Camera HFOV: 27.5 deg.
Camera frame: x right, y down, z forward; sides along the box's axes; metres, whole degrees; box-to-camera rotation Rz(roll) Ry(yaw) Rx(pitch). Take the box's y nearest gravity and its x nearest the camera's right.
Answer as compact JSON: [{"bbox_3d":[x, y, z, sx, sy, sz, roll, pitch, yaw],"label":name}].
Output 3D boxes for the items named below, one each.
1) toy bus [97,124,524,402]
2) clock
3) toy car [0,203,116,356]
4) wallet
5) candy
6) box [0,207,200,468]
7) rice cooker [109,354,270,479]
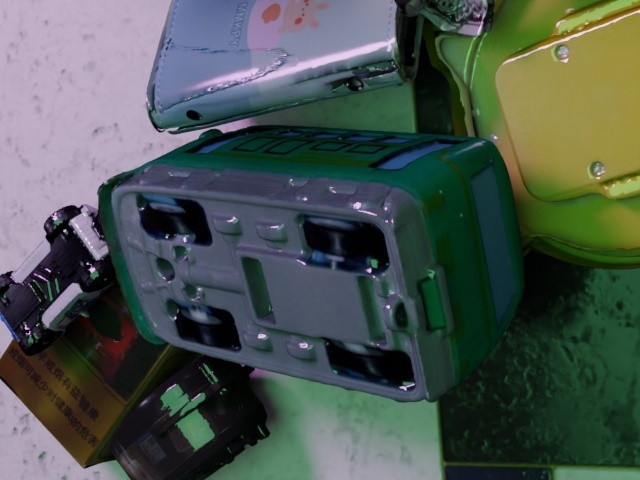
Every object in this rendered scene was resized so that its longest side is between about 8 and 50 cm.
[{"bbox_3d":[0.000,0.000,1.103,0.343,0.199,0.183,9,122,40],"label":"toy bus"},{"bbox_3d":[0.241,-0.116,1.077,0.293,0.071,0.277,-10,92,34],"label":"clock"},{"bbox_3d":[-0.242,0.031,1.248,0.170,0.070,0.080,-44,75,24],"label":"toy car"},{"bbox_3d":[-0.027,-0.189,1.158,0.250,0.075,0.176,-9,54,28],"label":"wallet"},{"bbox_3d":[0.164,-0.226,1.020,0.226,0.094,0.051,-24,44,24],"label":"candy"},{"bbox_3d":[-0.208,0.092,1.315,0.159,0.071,0.240,45,112,18],"label":"box"},{"bbox_3d":[-0.126,0.181,1.259,0.165,0.112,0.106,-33,86,27],"label":"rice cooker"}]
